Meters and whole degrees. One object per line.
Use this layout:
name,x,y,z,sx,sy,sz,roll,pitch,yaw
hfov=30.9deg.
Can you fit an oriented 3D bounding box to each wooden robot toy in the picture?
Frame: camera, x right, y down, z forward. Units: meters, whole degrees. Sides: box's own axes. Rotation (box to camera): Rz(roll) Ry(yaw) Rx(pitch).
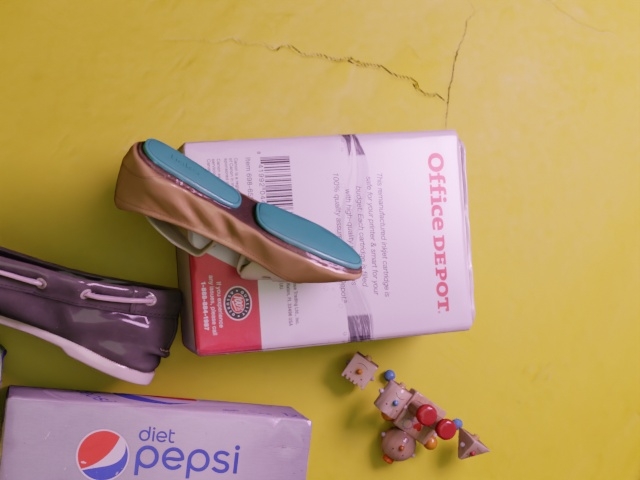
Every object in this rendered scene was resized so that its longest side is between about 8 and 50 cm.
wooden robot toy,0.085,0.192,1.178,0.173,0.076,0.079,36,92,-12

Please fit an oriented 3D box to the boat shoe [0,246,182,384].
boat shoe,-0.284,0.028,1.057,0.335,0.112,0.095,25,90,-20

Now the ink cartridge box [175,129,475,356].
ink cartridge box,0.000,0.000,1.131,0.272,0.114,0.197,-4,90,-13

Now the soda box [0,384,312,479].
soda box,-0.157,0.199,1.099,0.286,0.091,0.098,6,89,-14

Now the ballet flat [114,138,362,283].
ballet flat,-0.075,-0.009,1.027,0.232,0.080,0.073,29,111,-8

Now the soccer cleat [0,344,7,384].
soccer cleat,-0.332,0.219,1.037,0.093,0.121,0.289,2,80,24
